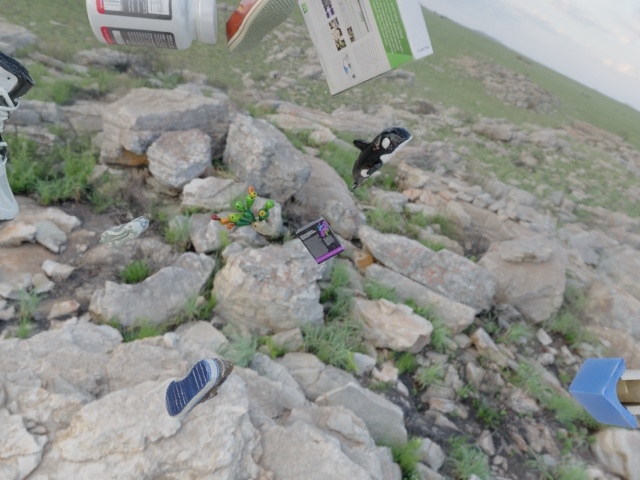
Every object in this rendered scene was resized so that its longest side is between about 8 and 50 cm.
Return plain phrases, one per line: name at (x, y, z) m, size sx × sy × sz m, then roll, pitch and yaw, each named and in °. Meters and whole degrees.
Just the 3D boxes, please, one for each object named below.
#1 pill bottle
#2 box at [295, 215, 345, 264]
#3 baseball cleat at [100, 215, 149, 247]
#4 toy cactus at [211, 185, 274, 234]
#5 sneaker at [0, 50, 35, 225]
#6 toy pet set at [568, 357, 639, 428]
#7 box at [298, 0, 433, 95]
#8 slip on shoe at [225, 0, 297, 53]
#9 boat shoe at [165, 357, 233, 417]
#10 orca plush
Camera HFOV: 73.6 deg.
pill bottle at (-0.455, -0.631, 1.192) m, size 0.319 × 0.176 × 0.176 m, roll 1°, pitch 36°, yaw -10°
box at (0.000, 0.000, 1.563) m, size 0.162 × 0.116 × 0.029 m, roll 55°, pitch 14°, yaw -29°
baseball cleat at (-0.690, -0.030, 1.532) m, size 0.206 × 0.072 × 0.109 m, roll -11°, pitch 21°, yaw 29°
toy cactus at (-0.235, -0.082, 1.437) m, size 0.180 × 0.219 × 0.112 m, roll 47°, pitch 22°, yaw -49°
sneaker at (-0.751, -0.256, 0.964) m, size 0.258 × 0.447 × 0.169 m, roll -21°, pitch 33°, yaw -12°
toy pet set at (0.288, 0.127, 0.379) m, size 0.065 × 0.114 × 0.122 m, roll 2°, pitch 75°, yaw -12°
box at (0.081, -0.458, 0.908) m, size 0.058 × 0.232 × 0.322 m, roll -29°, pitch 18°, yaw -21°
slip on shoe at (-0.176, -0.621, 1.168) m, size 0.123 × 0.101 × 0.331 m, roll -22°, pitch 10°, yaw -32°
boat shoe at (-0.221, 0.272, 0.782) m, size 0.066 × 0.183 × 0.066 m, roll 7°, pitch 52°, yaw -46°
orca plush at (0.136, -0.246, 1.176) m, size 0.151 × 0.287 × 0.102 m, roll -44°, pitch 93°, yaw -13°
